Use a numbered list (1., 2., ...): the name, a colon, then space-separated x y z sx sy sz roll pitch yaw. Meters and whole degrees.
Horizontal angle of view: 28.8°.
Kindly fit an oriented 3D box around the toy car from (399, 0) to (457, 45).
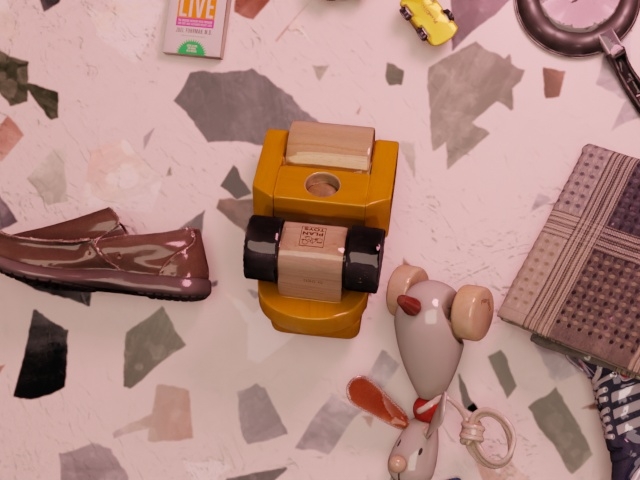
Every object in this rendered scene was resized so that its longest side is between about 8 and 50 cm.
1. toy car: 0.098 -0.412 1.948 0.225 0.053 0.239 -3 84 4

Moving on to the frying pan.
1. frying pan: 0.409 -0.319 1.924 0.197 0.053 0.326 -8 82 4

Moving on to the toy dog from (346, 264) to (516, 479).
1. toy dog: 0.144 0.194 1.825 0.220 0.161 0.334 -14 79 34

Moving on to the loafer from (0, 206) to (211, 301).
1. loafer: -0.345 0.014 1.916 0.365 0.134 0.130 7 81 -5

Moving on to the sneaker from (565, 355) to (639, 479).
1. sneaker: 0.430 0.238 1.845 0.153 0.099 0.282 15 80 0

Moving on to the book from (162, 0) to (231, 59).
1. book: -0.194 -0.364 1.978 0.096 0.035 0.144 6 87 8

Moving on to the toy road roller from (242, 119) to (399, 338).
1. toy road roller: 0.000 0.000 1.874 0.202 0.241 0.330 6 48 5

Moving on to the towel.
1. towel: 0.453 0.039 1.811 0.312 0.056 0.324 23 76 32

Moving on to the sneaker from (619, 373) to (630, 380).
1. sneaker: 0.475 0.190 1.787 0.118 0.042 0.067 39 73 12

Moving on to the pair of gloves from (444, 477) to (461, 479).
1. pair of gloves: 0.185 0.460 1.885 0.159 0.023 0.198 -3 86 2
